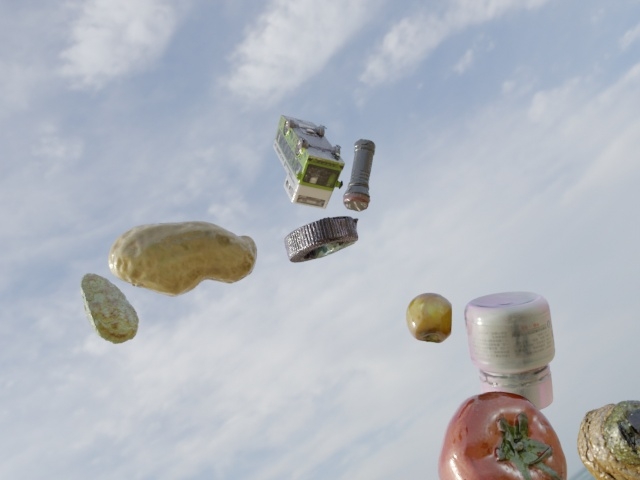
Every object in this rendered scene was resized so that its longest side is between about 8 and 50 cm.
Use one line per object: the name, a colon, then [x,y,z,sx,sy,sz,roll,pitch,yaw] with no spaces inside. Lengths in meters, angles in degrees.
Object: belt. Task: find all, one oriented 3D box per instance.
belt: [0.000,0.000,2.458,0.260,0.122,0.325,-10,-14,-31]

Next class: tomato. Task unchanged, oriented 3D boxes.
tomato: [0.481,0.583,1.727,0.341,0.341,0.273,-24,-26,-24]

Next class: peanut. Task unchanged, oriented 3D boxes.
peanut: [-0.348,0.045,1.672,0.386,0.192,0.169,-4,-13,-23]

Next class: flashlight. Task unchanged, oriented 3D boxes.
flashlight: [0.129,-0.211,2.049,0.092,0.232,0.093,9,-24,4]

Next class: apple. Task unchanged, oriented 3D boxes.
apple: [0.340,0.249,2.014,0.146,0.147,0.163,-1,-49,6]

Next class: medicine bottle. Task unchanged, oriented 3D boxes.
medicine bottle: [0.581,0.334,1.957,0.255,0.325,0.256,-10,4,1]

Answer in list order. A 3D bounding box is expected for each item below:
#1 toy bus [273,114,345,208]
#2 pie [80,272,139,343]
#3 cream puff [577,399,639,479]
toy bus: [-0.037,-0.201,1.556,0.113,0.302,0.139,11,-65,-21]
pie: [-0.670,0.220,2.023,0.090,0.248,0.201,-38,-28,15]
cream puff: [0.615,0.393,1.274,0.183,0.183,0.169,-31,-29,-12]
